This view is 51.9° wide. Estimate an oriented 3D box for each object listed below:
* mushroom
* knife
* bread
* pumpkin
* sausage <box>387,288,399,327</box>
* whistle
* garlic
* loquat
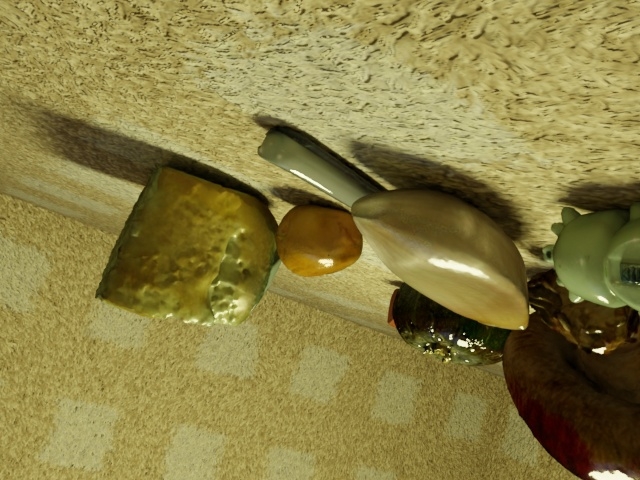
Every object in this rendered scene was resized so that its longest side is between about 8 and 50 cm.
[{"bbox_3d":[0.421,0.173,0.943,0.334,0.356,0.331,-8,-169,-18],"label":"mushroom"},{"bbox_3d":[0.027,-0.064,0.791,0.265,0.041,0.073,27,178,-44],"label":"knife"},{"bbox_3d":[-0.225,0.027,1.154,0.264,0.239,0.395,21,172,-16],"label":"bread"},{"bbox_3d":[0.249,0.151,1.219,0.238,0.159,0.238,22,170,4],"label":"pumpkin"},{"bbox_3d":[0.286,0.188,1.514,0.259,0.114,0.113,18,170,-1],"label":"sausage"},{"bbox_3d":[0.302,0.019,0.584,0.092,0.110,0.244,-14,-170,-34],"label":"whistle"},{"bbox_3d":[0.164,0.025,0.775,0.143,0.112,0.318,-7,141,42],"label":"garlic"},{"bbox_3d":[0.000,0.000,1.008,0.137,0.113,0.137,-3,155,-1],"label":"loquat"}]
